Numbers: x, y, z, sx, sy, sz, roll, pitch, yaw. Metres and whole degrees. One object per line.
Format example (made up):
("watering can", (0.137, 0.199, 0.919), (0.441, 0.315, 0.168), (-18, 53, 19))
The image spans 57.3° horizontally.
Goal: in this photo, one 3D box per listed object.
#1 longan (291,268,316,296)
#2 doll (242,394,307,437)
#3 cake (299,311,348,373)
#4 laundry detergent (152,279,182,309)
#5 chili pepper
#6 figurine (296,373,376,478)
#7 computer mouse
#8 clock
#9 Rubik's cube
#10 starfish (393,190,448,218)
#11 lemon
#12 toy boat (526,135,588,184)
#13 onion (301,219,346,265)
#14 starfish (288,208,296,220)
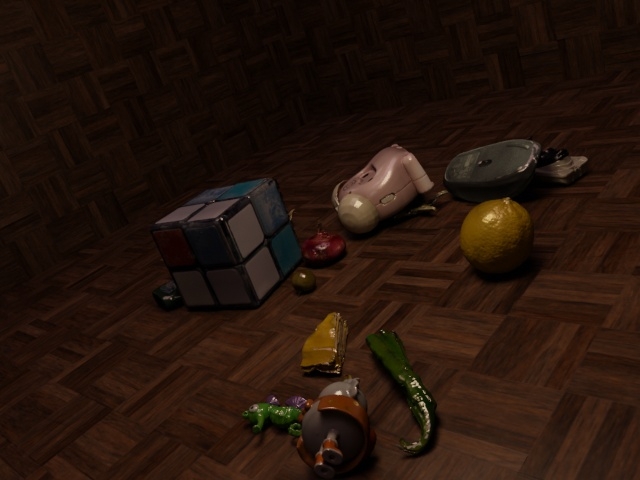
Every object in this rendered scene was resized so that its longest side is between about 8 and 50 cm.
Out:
("longan", (-0.051, 0.126, 1.738), (0.075, 0.075, 0.083), (0, 70, 41))
("doll", (-0.083, 0.364, 1.203), (0.190, 0.050, 0.115), (-3, 23, 32))
("cake", (0.033, 0.237, 1.372), (0.116, 0.079, 0.185), (-1, 24, 45))
("laundry detergent", (-0.461, 0.160, 2.014), (0.211, 0.063, 0.137), (-29, 26, -28))
("chili pepper", (0.161, 0.280, 1.173), (0.085, 0.076, 0.359), (4, 20, -8))
("figurine", (0.026, 0.328, 1.084), (0.143, 0.143, 0.271), (-19, 23, 3))
("computer mouse", (0.563, -0.221, 1.888), (0.374, 0.114, 0.203), (0, 59, 56))
("clock", (0.195, -0.175, 2.037), (0.326, 0.184, 0.342), (-37, 11, 7))
("Rubik's cube", (-0.291, 0.010, 1.876), (0.313, 0.316, 0.318), (-5, 25, 33))
("starfish", (0.339, -0.117, 1.978), (0.208, 0.053, 0.176), (-34, 19, -7))
("lemon", (0.440, -0.015, 1.461), (0.178, 0.203, 0.178), (6, 26, -3))
("toy boat", (0.716, -0.258, 1.901), (0.141, 0.140, 0.269), (-30, 37, -23))
("onion", (0.000, 0.000, 1.882), (0.150, 0.140, 0.150), (-16, 25, 8))
("starfish", (-0.134, -0.058, 2.281), (0.133, 0.041, 0.130), (-46, 15, 7))
